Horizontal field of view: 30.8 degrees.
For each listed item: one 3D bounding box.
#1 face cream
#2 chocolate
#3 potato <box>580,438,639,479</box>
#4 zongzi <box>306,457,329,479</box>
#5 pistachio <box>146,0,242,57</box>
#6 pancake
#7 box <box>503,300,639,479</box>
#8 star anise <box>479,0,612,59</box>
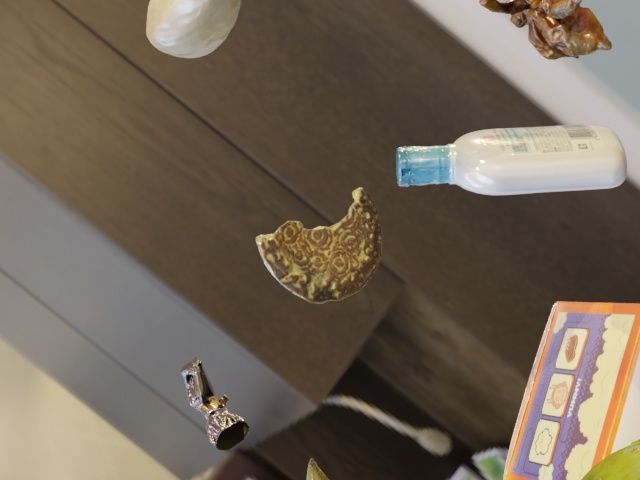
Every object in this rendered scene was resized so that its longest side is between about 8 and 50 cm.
[{"bbox_3d":[0.284,-0.121,1.768,0.163,0.337,0.080,-96,3,-64],"label":"face cream"},{"bbox_3d":[-0.167,0.253,1.801,0.070,0.147,0.072,7,-52,-39],"label":"chocolate"},{"bbox_3d":[0.352,0.286,1.089,0.216,0.216,0.304,-52,13,-17],"label":"potato"},{"bbox_3d":[0.021,0.553,1.746,0.160,0.360,0.323,-23,14,33],"label":"zongzi"},{"bbox_3d":[-0.235,-0.434,2.173,0.238,0.153,0.137,-45,26,36],"label":"pistachio"},{"bbox_3d":[0.000,0.000,1.653,0.020,0.191,0.184,155,126,-65],"label":"pancake"},{"bbox_3d":[0.519,0.296,1.804,0.257,0.349,0.318,-8,63,67],"label":"box"},{"bbox_3d":[0.280,-0.310,1.477,0.111,0.212,0.196,-35,19,23],"label":"star anise"}]
